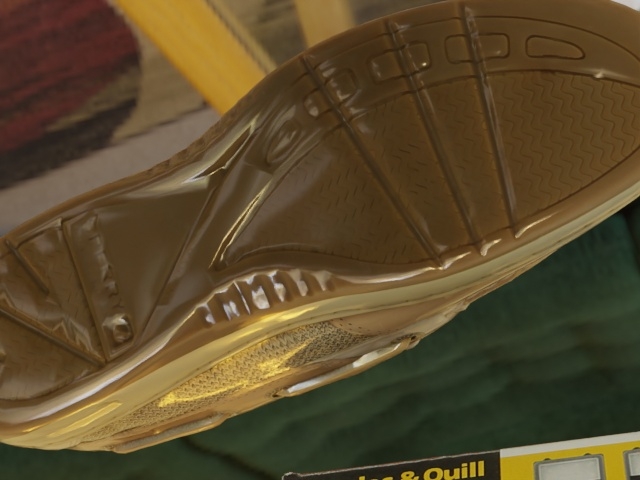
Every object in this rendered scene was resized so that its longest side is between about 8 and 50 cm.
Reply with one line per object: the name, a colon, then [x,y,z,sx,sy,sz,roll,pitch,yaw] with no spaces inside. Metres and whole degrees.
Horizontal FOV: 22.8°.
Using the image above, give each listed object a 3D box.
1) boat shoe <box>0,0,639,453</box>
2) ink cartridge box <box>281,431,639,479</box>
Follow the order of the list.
boat shoe: [0.000,0.000,0.687,0.341,0.122,0.110,-22,153,15]
ink cartridge box: [0.141,0.163,0.626,0.309,0.272,0.130,-9,128,10]
